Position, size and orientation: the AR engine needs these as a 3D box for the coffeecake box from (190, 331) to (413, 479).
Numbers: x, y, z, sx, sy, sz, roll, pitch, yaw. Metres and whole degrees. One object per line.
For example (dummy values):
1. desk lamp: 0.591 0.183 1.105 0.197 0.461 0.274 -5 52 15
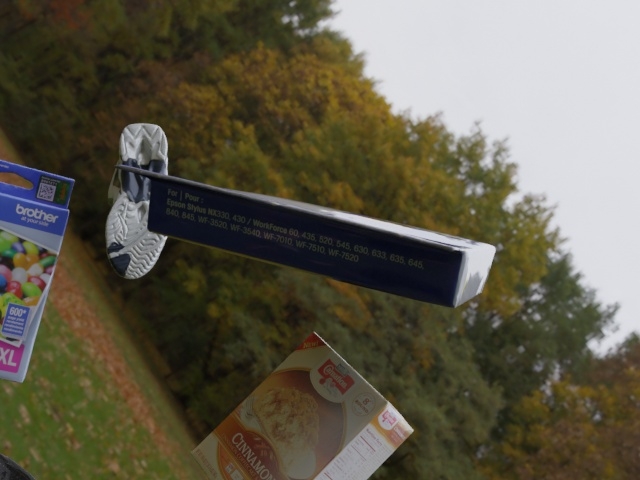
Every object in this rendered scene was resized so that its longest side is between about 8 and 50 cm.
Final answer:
1. coffeecake box: -0.021 0.209 0.942 0.142 0.185 0.068 38 -11 47

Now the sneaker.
1. sneaker: -0.275 -0.043 1.368 0.153 0.094 0.235 119 -33 -70

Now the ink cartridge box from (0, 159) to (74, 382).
1. ink cartridge box: -0.482 0.034 1.312 0.185 0.311 0.065 16 -8 -17

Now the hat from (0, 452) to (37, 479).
1. hat: -0.533 0.409 1.221 0.331 0.134 0.331 26 23 -12

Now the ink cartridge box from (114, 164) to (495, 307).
1. ink cartridge box: 0.000 0.000 0.874 0.303 0.072 0.307 14 6 17
